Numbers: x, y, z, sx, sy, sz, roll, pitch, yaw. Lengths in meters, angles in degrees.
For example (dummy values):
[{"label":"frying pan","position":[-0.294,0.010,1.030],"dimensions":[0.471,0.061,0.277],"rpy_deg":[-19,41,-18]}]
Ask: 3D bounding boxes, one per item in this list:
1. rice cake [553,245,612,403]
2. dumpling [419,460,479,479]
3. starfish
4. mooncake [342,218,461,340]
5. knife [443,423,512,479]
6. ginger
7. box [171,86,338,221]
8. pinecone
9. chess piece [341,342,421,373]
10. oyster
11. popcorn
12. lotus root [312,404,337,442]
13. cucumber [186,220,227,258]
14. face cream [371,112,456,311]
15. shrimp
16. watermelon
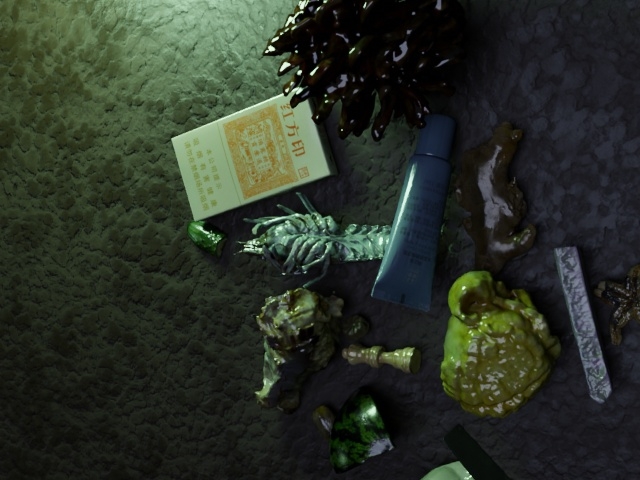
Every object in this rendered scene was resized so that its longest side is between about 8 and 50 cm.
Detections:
[{"label":"rice cake","position":[0.499,0.152,1.729],"dimensions":[0.050,0.106,0.298],"rpy_deg":[-14,89,16]},{"label":"dumpling","position":[0.242,0.547,1.863],"dimensions":[0.229,0.124,0.151],"rpy_deg":[-44,37,2]},{"label":"starfish","position":[0.608,0.116,1.695],"dimensions":[0.189,0.074,0.146],"rpy_deg":[-29,77,23]},{"label":"mooncake","position":[0.174,0.091,1.903],"dimensions":[0.347,0.057,0.150],"rpy_deg":[-58,41,12]},{"label":"knife","position":[0.346,0.482,1.858],"dimensions":[0.245,0.072,0.019],"rpy_deg":[46,138,14]},{"label":"ginger","position":[0.340,-0.065,1.797],"dimensions":[0.166,0.080,0.333],"rpy_deg":[0,92,39]},{"label":"box","position":[-0.152,-0.187,2.035],"dimensions":[0.365,0.051,0.205],"rpy_deg":[-17,87,26]},{"label":"pinecone","position":[0.092,-0.366,1.734],"dimensions":[0.397,0.397,0.398],"rpy_deg":[3,96,25]},{"label":"chess piece","position":[0.125,0.247,1.945],"dimensions":[0.172,0.060,0.060],"rpy_deg":[4,97,29]},{"label":"oyster","position":[-0.073,0.243,1.990],"dimensions":[0.197,0.133,0.337],"rpy_deg":[18,127,-9]},{"label":"popcorn","position":[0.351,0.207,1.769],"dimensions":[0.225,0.174,0.286],"rpy_deg":[6,104,11]},{"label":"lotus root","position":[0.020,0.410,2.015],"dimensions":[0.054,0.049,0.099],"rpy_deg":[-35,86,22]},{"label":"cucumber","position":[-0.272,-0.007,2.121],"dimensions":[0.107,0.035,0.067],"rpy_deg":[28,108,22]},{"label":"face cream","position":[0.198,-0.060,1.808],"dimensions":[0.086,0.135,0.385],"rpy_deg":[-4,72,63]},{"label":"shrimp","position":[-0.002,0.002,1.934],"dimensions":[0.410,0.166,0.221],"rpy_deg":[3,62,12]},{"label":"watermelon","position":[0.073,0.418,1.935],"dimensions":[0.145,0.193,0.137],"rpy_deg":[-27,125,-2]}]
